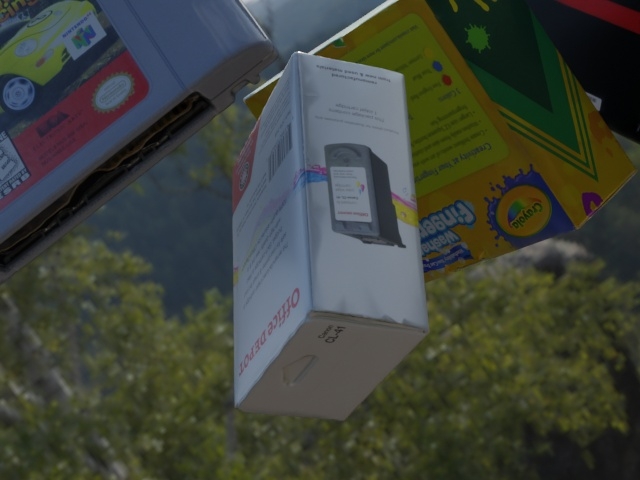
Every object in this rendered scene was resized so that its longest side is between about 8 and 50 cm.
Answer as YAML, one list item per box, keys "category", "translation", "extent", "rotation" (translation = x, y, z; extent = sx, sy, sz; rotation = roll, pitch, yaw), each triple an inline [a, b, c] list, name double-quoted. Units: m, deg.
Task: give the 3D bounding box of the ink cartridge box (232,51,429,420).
- category: "ink cartridge box"
  translation: [0.000, 0.000, 1.454]
  extent: [0.131, 0.306, 0.226]
  rotation: [8, -33, -20]

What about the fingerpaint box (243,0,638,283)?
- category: "fingerpaint box"
  translation: [0.153, -0.149, 1.979]
  extent: [0.163, 0.371, 0.445]
  rotation: [-40, 8, -34]

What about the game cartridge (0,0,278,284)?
- category: "game cartridge"
  translation: [-0.193, -0.107, 0.981]
  extent: [0.294, 0.196, 0.060]
  rotation: [-38, -30, 6]

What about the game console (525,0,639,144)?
- category: "game console"
  translation: [0.397, -0.336, 1.975]
  extent: [0.060, 0.342, 0.386]
  rotation: [-8, 26, -28]
